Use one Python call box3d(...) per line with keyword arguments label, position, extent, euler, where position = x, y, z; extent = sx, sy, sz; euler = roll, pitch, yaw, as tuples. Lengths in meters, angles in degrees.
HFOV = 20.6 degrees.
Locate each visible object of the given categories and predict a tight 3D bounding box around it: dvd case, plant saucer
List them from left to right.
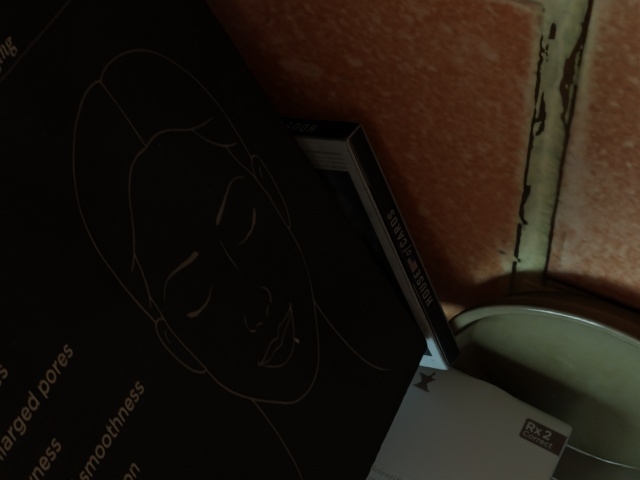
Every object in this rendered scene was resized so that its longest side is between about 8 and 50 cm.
box3d(label="dvd case", position=(0.000, 0.000, 1.416), extent=(0.179, 0.029, 0.239), euler=(7, 134, 40))
box3d(label="plant saucer", position=(0.226, 0.130, 1.443), extent=(0.278, 0.041, 0.278), euler=(21, 149, 14))

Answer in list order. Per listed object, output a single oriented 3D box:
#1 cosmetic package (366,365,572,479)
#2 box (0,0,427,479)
box3d(label="cosmetic package", position=(0.102, 0.221, 1.496), extent=(0.151, 0.151, 0.184), euler=(25, 149, 8))
box3d(label="box", position=(-0.218, 0.076, 1.213), extent=(0.297, 0.480, 0.472), euler=(-13, 121, 34))
